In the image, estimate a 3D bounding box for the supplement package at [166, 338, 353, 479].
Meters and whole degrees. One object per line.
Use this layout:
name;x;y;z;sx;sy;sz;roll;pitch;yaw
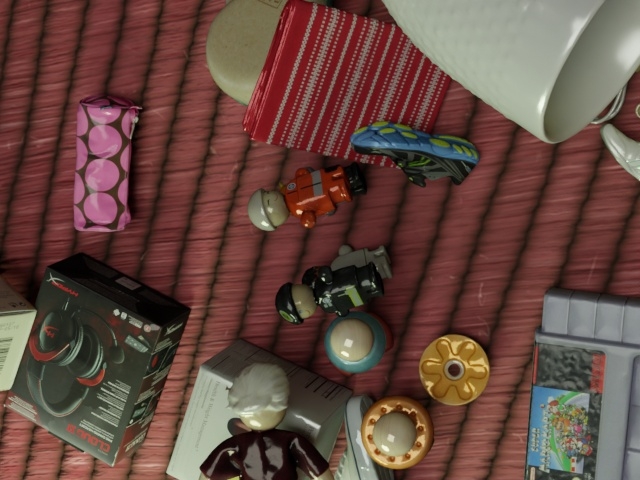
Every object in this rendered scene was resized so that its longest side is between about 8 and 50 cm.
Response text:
supplement package;-0.091;0.291;1.784;0.203;0.149;0.194;23;109;15

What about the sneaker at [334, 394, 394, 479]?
sneaker;0.059;0.360;1.775;0.091;0.094;0.258;-8;98;23

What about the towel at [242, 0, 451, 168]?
towel;0.044;-0.206;1.592;0.274;0.031;0.199;9;112;-29

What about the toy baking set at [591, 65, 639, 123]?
toy baking set;0.430;-0.232;1.533;0.256;0.030;0.197;18;108;16

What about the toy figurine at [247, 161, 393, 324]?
toy figurine;0.000;0.000;1.650;0.148;0.209;0.213;-18;96;12

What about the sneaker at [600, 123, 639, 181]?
sneaker;0.432;-0.105;1.555;0.152;0.054;0.061;45;107;-2

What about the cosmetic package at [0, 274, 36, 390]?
cosmetic package;-0.603;0.098;1.894;0.309;0.113;0.160;38;115;33

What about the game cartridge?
game cartridge;0.405;0.251;1.642;0.230;0.068;0.355;5;104;15

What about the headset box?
headset box;-0.362;0.201;1.885;0.218;0.110;0.293;27;110;13

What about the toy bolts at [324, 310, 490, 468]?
toy bolts;0.110;0.181;1.648;0.218;0.158;0.228;-41;79;1

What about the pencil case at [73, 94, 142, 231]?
pencil case;-0.328;-0.116;1.813;0.098;0.095;0.209;6;107;2

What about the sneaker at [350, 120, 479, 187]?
sneaker;0.128;-0.112;1.617;0.188;0.067;0.078;10;120;-22

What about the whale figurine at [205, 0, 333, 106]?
whale figurine;-0.039;-0.306;1.652;0.216;0.141;0.272;27;87;31

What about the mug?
mug;0.250;-0.361;1.433;0.328;0.276;0.374;39;119;23

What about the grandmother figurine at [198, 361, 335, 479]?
grandmother figurine;-0.077;0.339;1.660;0.207;0.104;0.342;-5;99;-6
